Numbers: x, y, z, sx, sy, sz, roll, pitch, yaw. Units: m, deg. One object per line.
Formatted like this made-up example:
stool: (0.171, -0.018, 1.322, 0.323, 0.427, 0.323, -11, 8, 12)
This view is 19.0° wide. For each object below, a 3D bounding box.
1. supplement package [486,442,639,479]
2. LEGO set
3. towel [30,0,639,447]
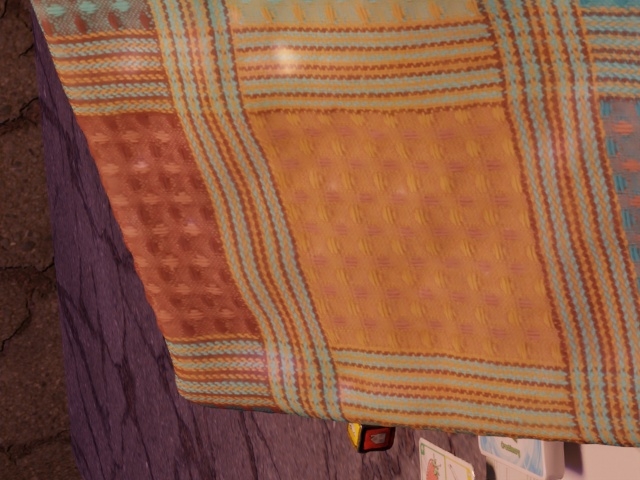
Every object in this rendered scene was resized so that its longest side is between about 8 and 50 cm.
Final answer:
supplement package: (0.182, 0.136, 0.877, 0.203, 0.149, 0.194, -133, 36, -60)
LEGO set: (0.048, 0.070, 0.925, 0.244, 0.060, 0.182, -162, 67, -72)
towel: (0.061, -0.030, 0.721, 0.370, 0.040, 0.271, 0, 122, 33)
